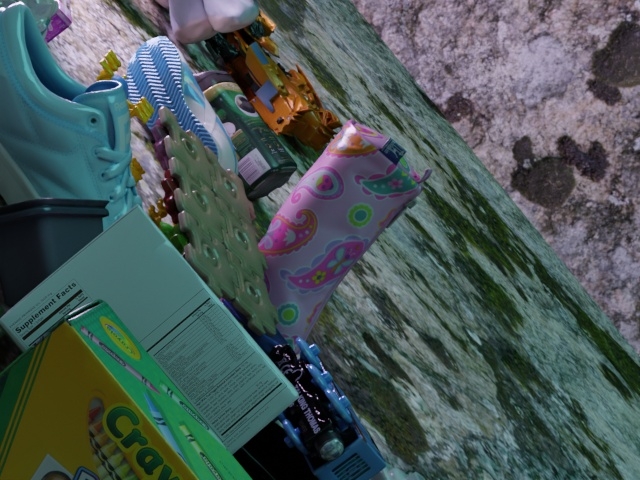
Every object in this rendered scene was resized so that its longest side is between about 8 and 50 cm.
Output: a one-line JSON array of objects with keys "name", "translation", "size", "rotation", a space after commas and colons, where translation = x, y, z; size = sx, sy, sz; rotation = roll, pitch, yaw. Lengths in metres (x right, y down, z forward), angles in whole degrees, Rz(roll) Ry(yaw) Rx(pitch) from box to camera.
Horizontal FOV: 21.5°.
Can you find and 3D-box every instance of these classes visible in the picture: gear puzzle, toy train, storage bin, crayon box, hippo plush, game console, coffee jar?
[{"name": "gear puzzle", "translation": [-0.112, 0.023, 1.770], "size": [0.175, 0.044, 0.339], "rotation": [44, 23, -44]}, {"name": "toy train", "translation": [-0.004, 0.179, 1.742], "size": [0.105, 0.080, 0.184], "rotation": [53, 2, -35]}, {"name": "storage bin", "translation": [-0.257, 0.014, 1.569], "size": [0.135, 0.098, 0.091], "rotation": [4, 76, -69]}, {"name": "crayon box", "translation": [-0.147, 0.205, 1.271], "size": [0.278, 0.165, 0.081], "rotation": [50, 16, 2]}, {"name": "hippo plush", "translation": [-0.196, -0.439, 2.434], "size": [0.234, 0.294, 0.237], "rotation": [35, 13, 35]}, {"name": "game console", "translation": [-0.047, 0.275, 1.603], "size": [0.213, 0.044, 0.361], "rotation": [46, 15, -12]}, {"name": "coffee jar", "translation": [-0.118, -0.147, 2.294], "size": [0.184, 0.079, 0.096], "rotation": [54, 20, 11]}]

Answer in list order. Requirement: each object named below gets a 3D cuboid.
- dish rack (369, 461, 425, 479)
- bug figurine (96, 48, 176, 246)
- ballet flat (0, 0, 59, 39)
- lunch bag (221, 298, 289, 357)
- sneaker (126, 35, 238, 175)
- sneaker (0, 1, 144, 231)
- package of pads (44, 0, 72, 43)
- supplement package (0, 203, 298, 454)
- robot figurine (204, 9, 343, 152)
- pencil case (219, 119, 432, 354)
[{"name": "dish rack", "translation": [0.161, 0.387, 1.787], "size": [0.285, 0.072, 0.333], "rotation": [42, 15, -52]}, {"name": "bug figurine", "translation": [-0.199, -0.066, 1.880], "size": [0.279, 0.072, 0.216], "rotation": [57, 22, -14]}, {"name": "ballet flat", "translation": [-0.435, -0.342, 1.766], "size": [0.409, 0.147, 0.147], "rotation": [44, 17, -6]}, {"name": "lunch bag", "translation": [-0.084, 0.115, 1.824], "size": [0.098, 0.065, 0.067], "rotation": [33, 10, -38]}, {"name": "sneaker", "translation": [-0.179, -0.161, 2.176], "size": [0.228, 0.087, 0.092], "rotation": [65, 14, 24]}, {"name": "sneaker", "translation": [-0.235, -0.078, 1.688], "size": [0.366, 0.150, 0.135], "rotation": [50, 17, -14]}, {"name": "package of pads", "translation": [-0.333, -0.280, 2.071], "size": [0.032, 0.050, 0.083], "rotation": [46, 15, -32]}, {"name": "supplement package", "translation": [-0.147, 0.101, 1.419], "size": [0.203, 0.149, 0.194], "rotation": [50, -10, -1]}, {"name": "robot figurine", "translation": [-0.089, -0.274, 2.646], "size": [0.291, 0.085, 0.211], "rotation": [57, 16, 22]}, {"name": "pencil case", "translation": [0.000, 0.000, 1.909], "size": [0.124, 0.284, 0.124], "rotation": [38, 6, -4]}]
